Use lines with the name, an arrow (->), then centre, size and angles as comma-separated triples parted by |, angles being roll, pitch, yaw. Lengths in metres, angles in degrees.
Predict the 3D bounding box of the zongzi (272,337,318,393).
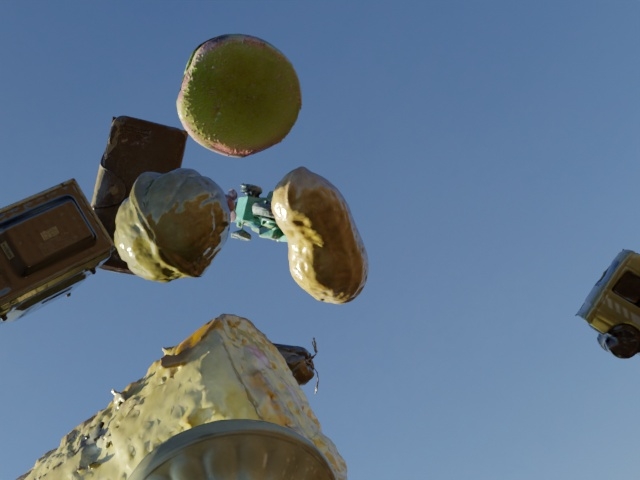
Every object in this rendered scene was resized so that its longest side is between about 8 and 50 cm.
zongzi -> -0.110, 0.222, 1.507 | 0.184, 0.187, 0.084 | -60, -40, -39

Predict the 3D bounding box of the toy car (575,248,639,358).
toy car -> 0.425, 0.116, 1.166 | 0.124, 0.256, 0.101 | -59, -9, 5

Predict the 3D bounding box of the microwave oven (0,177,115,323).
microwave oven -> -0.392, 0.032, 1.320 | 0.205, 0.129, 0.163 | -31, 1, -40

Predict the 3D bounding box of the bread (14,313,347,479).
bread -> -0.173, 0.267, 1.132 | 0.375, 0.237, 0.165 | -38, -15, 22

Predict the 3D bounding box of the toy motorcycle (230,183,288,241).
toy motorcycle -> -0.084, -0.038, 2.048 | 0.198, 0.296, 0.109 | 14, -93, -14

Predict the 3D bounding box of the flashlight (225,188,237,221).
flashlight -> -0.172, -0.056, 1.615 | 0.031, 0.110, 0.052 | -1, -86, -56

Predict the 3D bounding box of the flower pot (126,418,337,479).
flower pot -> -0.055, 0.302, 0.835 | 0.307, 0.244, 0.308 | -6, -64, -12

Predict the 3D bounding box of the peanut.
peanut -> 0.000, 0.000, 1.299 | 0.226, 0.095, 0.108 | 70, -146, -43

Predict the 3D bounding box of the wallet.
wallet -> -0.278, -0.065, 1.533 | 0.121, 0.031, 0.232 | 12, -93, -8

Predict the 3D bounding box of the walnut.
walnut -> -0.104, -0.010, 0.719 | 0.092, 0.092, 0.092 | -27, -34, -20

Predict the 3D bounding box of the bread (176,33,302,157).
bread -> -0.145, -0.252, 1.822 | 0.228, 0.033, 0.229 | -3, -64, -5
